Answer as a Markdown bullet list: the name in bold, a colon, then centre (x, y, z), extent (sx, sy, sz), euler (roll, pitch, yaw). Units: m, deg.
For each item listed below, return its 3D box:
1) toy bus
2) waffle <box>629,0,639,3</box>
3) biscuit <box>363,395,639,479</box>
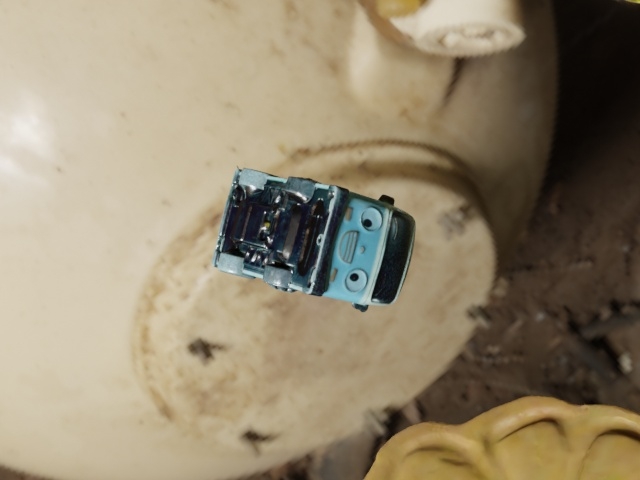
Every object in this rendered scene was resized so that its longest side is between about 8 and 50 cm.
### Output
- **toy bus**: centre (0.000, 0.000, 1.781), extent (0.165, 0.271, 0.133), euler (15, 89, -28)
- **waffle**: centre (0.359, -0.312, 1.790), extent (0.208, 0.214, 0.054), euler (5, 88, -5)
- **biscuit**: centre (0.129, 0.256, 0.987), extent (0.351, 0.312, 0.057), euler (-18, 154, 19)
